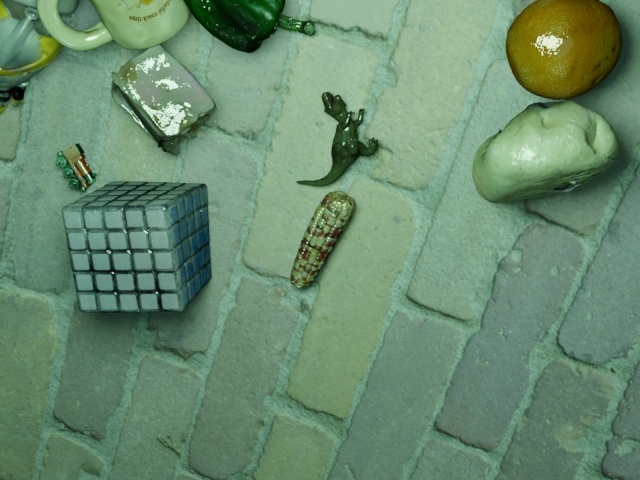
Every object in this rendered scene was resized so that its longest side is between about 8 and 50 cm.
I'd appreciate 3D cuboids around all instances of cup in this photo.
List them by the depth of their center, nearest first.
[{"bbox_3d":[-0.398,-0.481,1.439,0.255,0.173,0.202,-11,140,12],"label":"cup"}]

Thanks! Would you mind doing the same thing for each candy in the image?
[{"bbox_3d":[-0.324,-0.288,1.547,0.137,0.185,0.195,-44,96,-14],"label":"candy"}]

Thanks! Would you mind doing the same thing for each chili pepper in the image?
[{"bbox_3d":[-0.137,-0.450,1.474,0.261,0.173,0.165,28,111,-38],"label":"chili pepper"}]

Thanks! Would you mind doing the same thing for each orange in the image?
[{"bbox_3d":[0.443,-0.353,1.385,0.206,0.206,0.205,3,107,9],"label":"orange"}]

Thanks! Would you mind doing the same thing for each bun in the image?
[{"bbox_3d":[0.416,-0.165,1.428,0.273,0.273,0.168,-19,79,15],"label":"bun"}]

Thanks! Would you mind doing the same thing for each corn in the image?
[{"bbox_3d":[0.000,0.000,1.637,0.080,0.079,0.237,26,113,2],"label":"corn"}]

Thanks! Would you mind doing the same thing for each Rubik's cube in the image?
[{"bbox_3d":[-0.378,0.008,1.619,0.238,0.237,0.237,0,106,10],"label":"Rubik's cube"}]

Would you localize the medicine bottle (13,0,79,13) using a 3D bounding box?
[{"bbox_3d":[-0.556,-0.592,1.468,0.238,0.238,0.231,28,110,1],"label":"medicine bottle"}]

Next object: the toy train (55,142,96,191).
[{"bbox_3d":[-0.545,-0.162,1.703,0.064,0.044,0.103,-27,100,6],"label":"toy train"}]

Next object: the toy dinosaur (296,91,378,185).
[{"bbox_3d":[0.028,-0.212,1.596,0.179,0.087,0.187,-5,91,49],"label":"toy dinosaur"}]

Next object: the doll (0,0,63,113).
[{"bbox_3d":[-0.651,-0.382,1.577,0.145,0.103,0.316,50,134,-4],"label":"doll"}]
